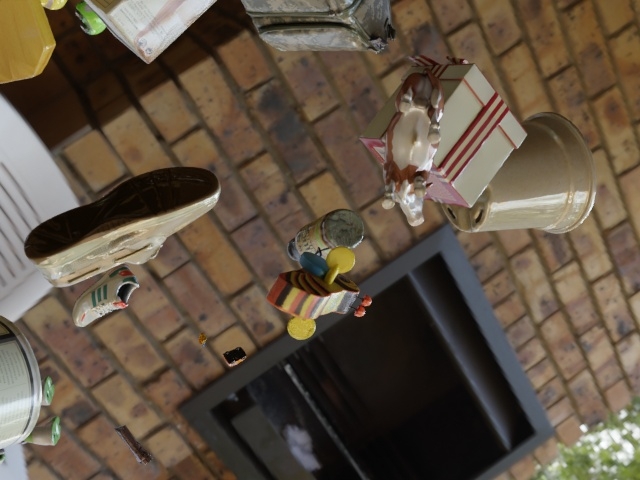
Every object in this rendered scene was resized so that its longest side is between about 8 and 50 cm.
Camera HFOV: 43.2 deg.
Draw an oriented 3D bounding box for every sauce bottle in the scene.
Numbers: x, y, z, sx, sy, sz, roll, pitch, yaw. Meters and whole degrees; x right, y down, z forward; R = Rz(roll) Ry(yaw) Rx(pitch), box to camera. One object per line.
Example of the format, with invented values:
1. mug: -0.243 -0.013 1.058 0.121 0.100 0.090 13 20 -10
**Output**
1. sauce bottle: 0.000 0.000 2.118 0.111 0.111 0.344 56 -23 -2

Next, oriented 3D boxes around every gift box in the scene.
1. gift box: 0.263 -0.257 1.814 0.255 0.258 0.276 46 -14 -34

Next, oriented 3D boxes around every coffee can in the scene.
1. coffee can: -0.545 0.216 1.067 0.201 0.201 0.275 54 28 15

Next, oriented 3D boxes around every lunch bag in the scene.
1. lunch bag: -0.003 -0.530 1.778 0.305 0.212 0.256 7 -31 30

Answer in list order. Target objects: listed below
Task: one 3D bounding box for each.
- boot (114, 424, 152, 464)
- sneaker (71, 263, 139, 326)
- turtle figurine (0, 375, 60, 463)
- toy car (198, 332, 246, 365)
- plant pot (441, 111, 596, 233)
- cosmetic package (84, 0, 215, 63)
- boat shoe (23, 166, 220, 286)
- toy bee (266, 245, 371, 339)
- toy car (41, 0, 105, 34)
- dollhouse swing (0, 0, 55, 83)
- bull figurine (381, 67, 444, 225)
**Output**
1. boot: -0.458 0.490 1.961 0.114 0.037 0.106 49 -25 -6
2. sneaker: -0.442 0.124 1.670 0.075 0.161 0.057 39 -8 36
3. turtle figurine: -0.680 0.362 1.680 0.274 0.266 0.197 92 -9 -66
4. toy car: -0.243 0.267 1.999 0.122 0.060 0.040 39 -44 12
5. plant pot: 0.493 -0.155 2.141 0.334 0.306 0.333 40 -43 53
6. cosmetic package: -0.255 -0.468 1.393 0.153 0.296 0.129 43 -5 40
7. boat shoe: -0.288 -0.018 1.228 0.098 0.302 0.109 71 -7 -46
8. toy bee: 0.019 0.089 1.550 0.162 0.298 0.195 31 -53 8
9. toy car: -0.505 -0.525 1.756 0.053 0.239 0.225 43 -17 21
10. dollhouse swing: -0.531 -0.439 1.247 0.315 0.347 0.304 -74 151 -48
11. bull figurine: 0.168 -0.158 1.495 0.188 0.101 0.310 -75 170 -66
